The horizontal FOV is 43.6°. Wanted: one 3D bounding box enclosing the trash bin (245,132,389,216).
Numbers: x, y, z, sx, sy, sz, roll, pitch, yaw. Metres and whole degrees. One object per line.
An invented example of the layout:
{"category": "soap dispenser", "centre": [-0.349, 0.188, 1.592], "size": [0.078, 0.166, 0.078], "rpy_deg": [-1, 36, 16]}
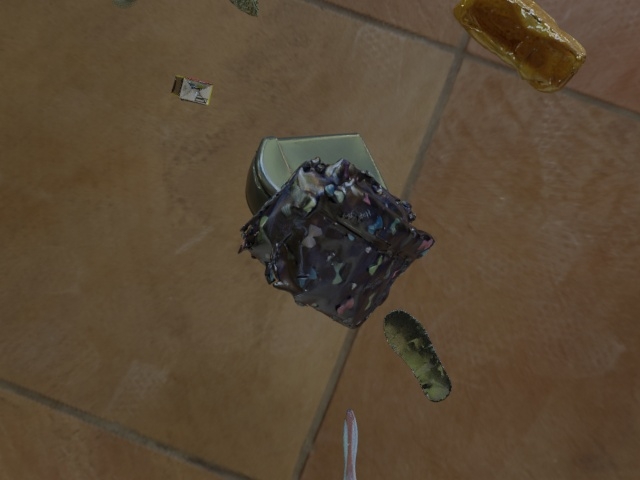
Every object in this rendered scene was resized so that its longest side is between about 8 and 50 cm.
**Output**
{"category": "trash bin", "centre": [-0.015, -0.101, 1.418], "size": [0.236, 0.101, 0.177], "rpy_deg": [-9, 58, -26]}

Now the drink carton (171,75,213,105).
{"category": "drink carton", "centre": [-0.293, -0.340, 1.816], "size": [0.071, 0.165, 0.056], "rpy_deg": [15, 98, -18]}

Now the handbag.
{"category": "handbag", "centre": [0.025, 0.001, 0.920], "size": [0.162, 0.260, 0.113], "rpy_deg": [-48, 53, 11]}

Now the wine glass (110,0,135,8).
{"category": "wine glass", "centre": [-0.465, -0.606, 1.893], "size": [0.093, 0.202, 0.093], "rpy_deg": [-1, 95, -13]}

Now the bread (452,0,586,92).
{"category": "bread", "centre": [0.432, -0.445, 1.730], "size": [0.294, 0.167, 0.132], "rpy_deg": [41, 115, -1]}

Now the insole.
{"category": "insole", "centre": [0.192, 0.222, 1.585], "size": [0.080, 0.003, 0.232], "rpy_deg": [-41, 49, 11]}

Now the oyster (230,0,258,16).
{"category": "oyster", "centre": [-0.197, -0.596, 1.883], "size": [0.064, 0.125, 0.177], "rpy_deg": [-42, 133, -7]}

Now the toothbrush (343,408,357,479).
{"category": "toothbrush", "centre": [0.025, 0.207, 0.658], "size": [0.013, 0.193, 0.019], "rpy_deg": [-13, 120, 9]}
